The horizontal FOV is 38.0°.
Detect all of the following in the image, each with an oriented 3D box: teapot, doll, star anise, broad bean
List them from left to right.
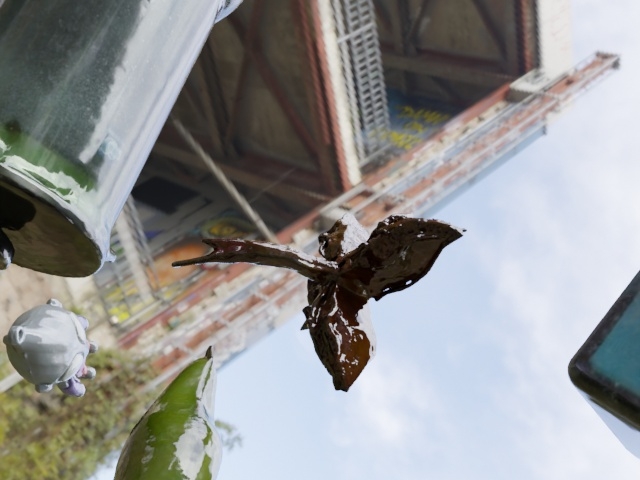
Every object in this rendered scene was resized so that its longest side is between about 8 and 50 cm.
[{"bbox_3d":[-0.220,-0.149,0.742,0.200,0.337,0.270,-1,-32,39],"label":"teapot"},{"bbox_3d":[-0.295,0.119,1.024,0.227,0.075,0.102,77,13,-74],"label":"doll"},{"bbox_3d":[-0.109,0.191,0.529,0.067,0.325,0.075,10,-43,7],"label":"broad bean"},{"bbox_3d":[-0.004,0.008,0.671,0.144,0.140,0.158,39,-6,-22],"label":"star anise"}]

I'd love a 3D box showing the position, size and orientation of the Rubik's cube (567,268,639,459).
[{"bbox_3d":[0.431,0.114,0.695,0.316,0.318,0.313,33,-8,48],"label":"Rubik's cube"}]
